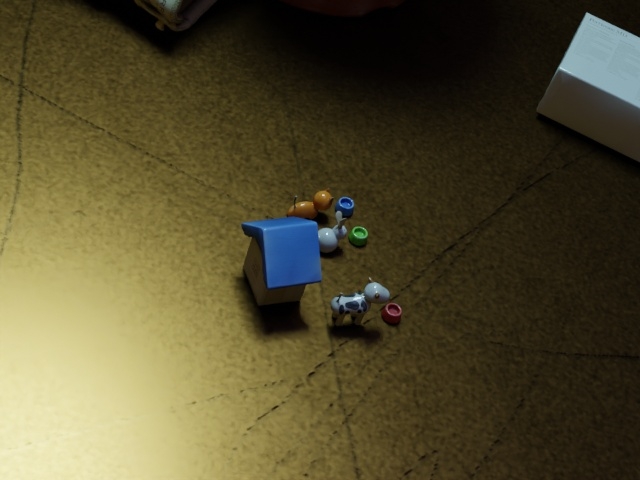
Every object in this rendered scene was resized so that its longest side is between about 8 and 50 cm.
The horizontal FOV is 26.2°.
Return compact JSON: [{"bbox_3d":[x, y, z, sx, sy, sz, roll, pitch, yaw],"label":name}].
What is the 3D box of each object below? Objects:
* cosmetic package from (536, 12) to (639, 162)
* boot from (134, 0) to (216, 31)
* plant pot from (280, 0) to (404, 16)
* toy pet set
[{"bbox_3d":[0.320,-0.106,1.219,0.239,0.060,0.099,27,48,6],"label":"cosmetic package"},{"bbox_3d":[-0.200,-0.245,1.144,0.203,0.095,0.262,39,45,15],"label":"boot"},{"bbox_3d":[0.031,-0.358,1.205,0.272,0.265,0.272,10,47,-10],"label":"plant pot"},{"bbox_3d":[0.000,0.000,1.009,0.114,0.065,0.122,-7,52,-24],"label":"toy pet set"}]
